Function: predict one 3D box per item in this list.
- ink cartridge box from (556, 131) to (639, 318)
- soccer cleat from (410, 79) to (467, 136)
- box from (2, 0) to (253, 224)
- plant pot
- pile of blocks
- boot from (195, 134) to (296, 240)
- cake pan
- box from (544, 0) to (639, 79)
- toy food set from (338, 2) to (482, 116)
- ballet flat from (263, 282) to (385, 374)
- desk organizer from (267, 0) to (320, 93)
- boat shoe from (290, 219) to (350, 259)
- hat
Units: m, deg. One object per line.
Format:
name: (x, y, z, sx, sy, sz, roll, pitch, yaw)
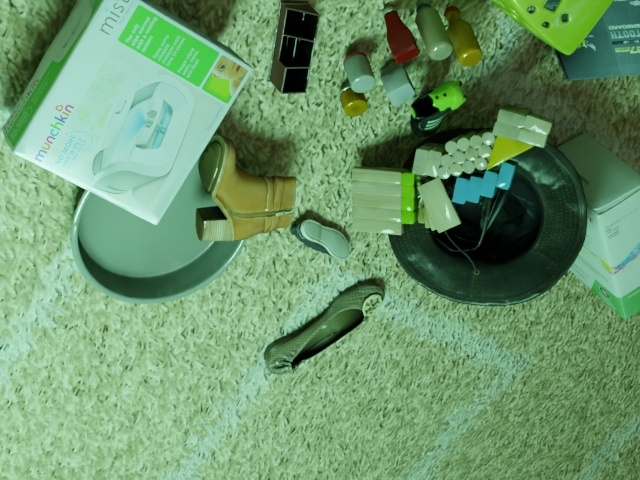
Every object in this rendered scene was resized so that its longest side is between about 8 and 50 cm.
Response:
ink cartridge box: (0.511, -0.028, 2.179, 0.117, 0.201, 0.278, -31, 131, -7)
soccer cleat: (0.168, -0.206, 1.914, 0.072, 0.060, 0.179, -19, 171, -20)
box: (-0.266, -0.196, 1.653, 0.231, 0.127, 0.262, 29, 98, -30)
plant pot: (0.310, -0.443, 1.764, 0.207, 0.227, 0.228, 23, 109, -36)
pile of blocks: (0.219, -0.107, 1.954, 0.362, 0.112, 0.149, -21, 95, 21)
boot: (-0.105, -0.085, 1.822, 0.152, 0.073, 0.197, -8, 137, -23)
cake pan: (-0.245, -0.037, 1.859, 0.293, 0.054, 0.293, -14, 128, -19)
box: (0.486, -0.348, 1.941, 0.183, 0.233, 0.059, 57, 44, -42)
toy food set: (0.121, -0.293, 1.874, 0.232, 0.104, 0.111, -25, 147, 12)
ballet flat: (0.013, 0.162, 2.136, 0.250, 0.058, 0.084, -32, 132, -5)
desk organizer: (-0.039, -0.286, 1.798, 0.047, 0.050, 0.130, -5, 124, -26)
boat shoe: (0.000, 0.000, 2.030, 0.125, 0.038, 0.046, 25, 66, -44)
hat: (0.286, -0.038, 2.055, 0.331, 0.331, 0.134, -47, 169, 8)
